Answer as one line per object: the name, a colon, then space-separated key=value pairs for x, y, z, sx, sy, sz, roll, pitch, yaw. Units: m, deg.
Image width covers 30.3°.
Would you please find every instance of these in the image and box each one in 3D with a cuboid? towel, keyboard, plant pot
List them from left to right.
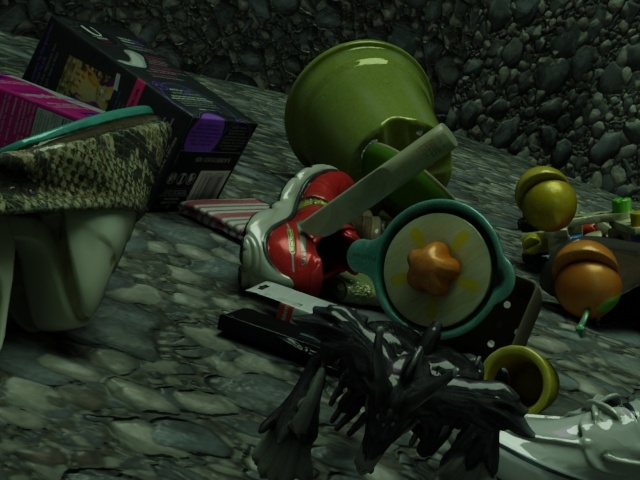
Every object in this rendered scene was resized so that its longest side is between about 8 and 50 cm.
towel: x=-0.072 y=-0.013 z=1.525 sx=0.197 sy=0.029 sz=0.144 roll=24 pitch=16 yaw=36
keyboard: x=-0.005 y=0.102 z=1.077 sx=0.180 sy=0.023 sz=0.108 roll=18 pitch=5 yaw=10
towel: x=0.045 y=0.048 z=1.387 sx=0.110 sy=0.027 sz=0.148 roll=12 pitch=11 yaw=-24
plant pot: x=0.099 y=-0.167 z=2.000 sx=0.276 sy=0.276 sz=0.254 roll=12 pitch=24 yaw=-21
plant pot: x=0.170 y=0.082 z=1.229 sx=0.109 sy=0.109 sz=0.096 roll=22 pitch=0 yaw=28

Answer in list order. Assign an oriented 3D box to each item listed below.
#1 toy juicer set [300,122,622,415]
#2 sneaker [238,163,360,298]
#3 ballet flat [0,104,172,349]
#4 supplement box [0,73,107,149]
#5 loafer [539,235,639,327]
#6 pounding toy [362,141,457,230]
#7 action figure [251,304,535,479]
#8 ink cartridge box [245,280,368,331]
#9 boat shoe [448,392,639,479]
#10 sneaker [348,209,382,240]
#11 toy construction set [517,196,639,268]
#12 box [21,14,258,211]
toy juicer set: x=0.134 y=-0.002 z=1.126 sx=0.329 sy=0.209 sz=0.089 roll=41 pitch=13 yaw=26
sneaker: x=0.000 y=0.000 z=1.335 sx=0.118 sy=0.107 sz=0.279 roll=16 pitch=27 yaw=12
ballet flat: x=-0.260 y=0.000 z=0.870 sx=0.164 sy=0.182 sz=0.482 roll=-25 pitch=-7 yaw=29
supplement box: x=-0.353 y=-0.127 z=1.457 sx=0.220 sy=0.114 sz=0.111 roll=23 pitch=12 yaw=23
loafer: x=0.476 y=0.078 z=1.668 sx=0.365 sy=0.134 sz=0.130 roll=-1 pitch=42 yaw=-29
pounding toy: x=0.129 y=-0.028 z=1.752 sx=0.237 sy=0.110 sz=0.183 roll=43 pitch=-9 yaw=-17
action figure: x=0.052 y=0.120 z=0.782 sx=0.164 sy=0.141 sz=0.275 roll=20 pitch=-4 yaw=10
ink cartridge box: x=-0.016 y=0.074 z=1.171 sx=0.115 sy=0.029 sz=0.063 roll=18 pitch=12 yaw=15
boat shoe: x=0.232 y=0.163 z=0.946 sx=0.258 sy=0.084 sz=0.095 roll=15 pitch=12 yaw=-8
sneaker: x=0.041 y=-0.004 z=1.585 sx=0.071 sy=0.066 sz=0.188 roll=-2 pitch=8 yaw=-4
toy construction set: x=0.431 y=-0.007 z=1.881 sx=0.215 sy=0.151 sz=0.327 roll=-6 pitch=-4 yaw=19
box: x=-0.249 y=-0.169 z=1.581 sx=0.270 sy=0.143 sz=0.165 roll=37 pitch=18 yaw=22
